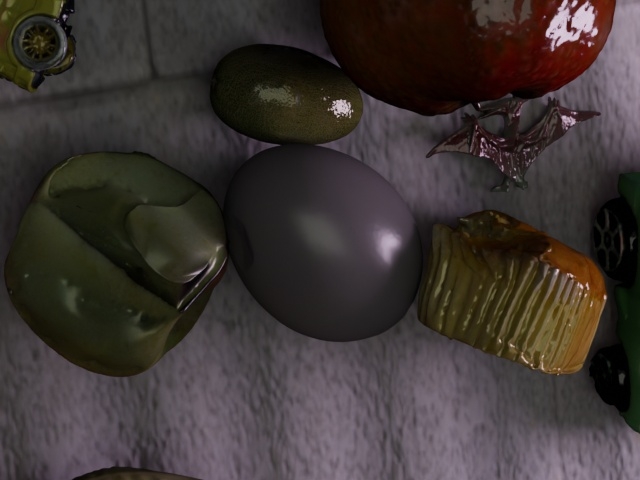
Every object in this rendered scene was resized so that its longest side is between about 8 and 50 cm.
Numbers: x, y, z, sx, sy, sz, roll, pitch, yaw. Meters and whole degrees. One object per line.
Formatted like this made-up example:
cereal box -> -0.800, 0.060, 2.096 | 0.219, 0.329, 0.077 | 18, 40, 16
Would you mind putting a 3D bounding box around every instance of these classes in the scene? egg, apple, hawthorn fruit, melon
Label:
egg -> 0.000, 0.000, 1.838 | 0.176, 0.176, 0.232 | -52, 132, -4
apple -> -0.194, 0.017, 1.779 | 0.188, 0.174, 0.207 | 33, 95, 3
hawthorn fruit -> 0.142, -0.301, 1.779 | 0.284, 0.285, 0.369 | 2, 94, -21
melon -> -0.032, -0.142, 1.843 | 0.162, 0.099, 0.099 | 9, 98, -24

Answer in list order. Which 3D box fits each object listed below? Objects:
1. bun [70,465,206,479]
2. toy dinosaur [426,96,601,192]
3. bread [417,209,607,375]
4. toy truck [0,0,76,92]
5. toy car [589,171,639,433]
bun -> -0.174, 0.386, 1.761 | 0.364, 0.364, 0.202 | -10, 123, -19
toy dinosaur -> 0.206, -0.106, 1.979 | 0.220, 0.032, 0.108 | -13, 103, -28
bread -> 0.196, 0.050, 1.900 | 0.133, 0.179, 0.250 | -66, 158, 5
toy truck -> -0.268, -0.283, 1.709 | 0.157, 0.124, 0.272 | 21, 91, -4
toy car -> 0.421, 0.048, 2.017 | 0.213, 0.176, 0.359 | -5, 104, -19
